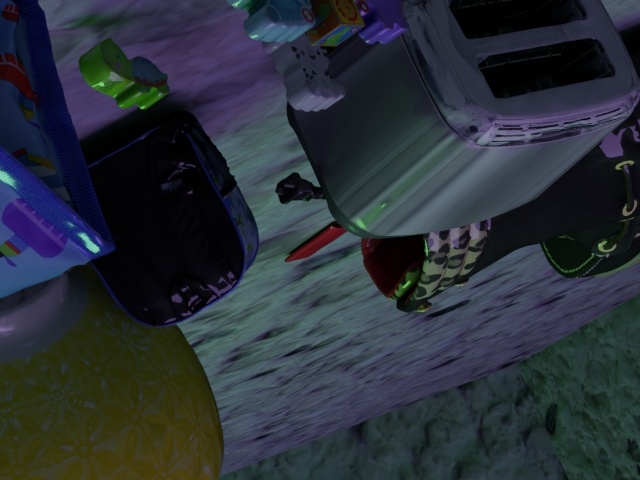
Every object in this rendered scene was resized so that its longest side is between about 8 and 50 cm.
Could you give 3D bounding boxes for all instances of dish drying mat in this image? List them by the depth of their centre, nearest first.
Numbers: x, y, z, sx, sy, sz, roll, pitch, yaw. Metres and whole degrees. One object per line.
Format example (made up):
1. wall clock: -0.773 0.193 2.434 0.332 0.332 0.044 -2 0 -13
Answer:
1. dish drying mat: 0.000 0.000 1.792 0.032 0.008 0.083 -14 167 -39

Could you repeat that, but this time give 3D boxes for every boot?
1. boot: 0.166 -0.031 1.630 0.284 0.138 0.377 -22 166 -16

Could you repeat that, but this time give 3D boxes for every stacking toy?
1. stacking toy: -0.003 -0.129 1.011 0.167 0.052 0.221 -32 165 33

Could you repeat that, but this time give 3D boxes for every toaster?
1. toaster: 0.087 -0.089 1.195 0.227 0.129 0.146 -12 161 -39

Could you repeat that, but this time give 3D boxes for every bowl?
1. bowl: -0.209 0.080 1.221 0.289 0.289 0.156 -19 126 -25

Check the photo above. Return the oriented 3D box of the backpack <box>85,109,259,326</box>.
1. backpack: -0.094 -0.013 1.203 0.105 0.114 0.084 -28 -171 14

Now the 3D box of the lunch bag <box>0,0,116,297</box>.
1. lunch bag: -0.245 -0.045 0.722 0.221 0.138 0.293 -23 161 10
